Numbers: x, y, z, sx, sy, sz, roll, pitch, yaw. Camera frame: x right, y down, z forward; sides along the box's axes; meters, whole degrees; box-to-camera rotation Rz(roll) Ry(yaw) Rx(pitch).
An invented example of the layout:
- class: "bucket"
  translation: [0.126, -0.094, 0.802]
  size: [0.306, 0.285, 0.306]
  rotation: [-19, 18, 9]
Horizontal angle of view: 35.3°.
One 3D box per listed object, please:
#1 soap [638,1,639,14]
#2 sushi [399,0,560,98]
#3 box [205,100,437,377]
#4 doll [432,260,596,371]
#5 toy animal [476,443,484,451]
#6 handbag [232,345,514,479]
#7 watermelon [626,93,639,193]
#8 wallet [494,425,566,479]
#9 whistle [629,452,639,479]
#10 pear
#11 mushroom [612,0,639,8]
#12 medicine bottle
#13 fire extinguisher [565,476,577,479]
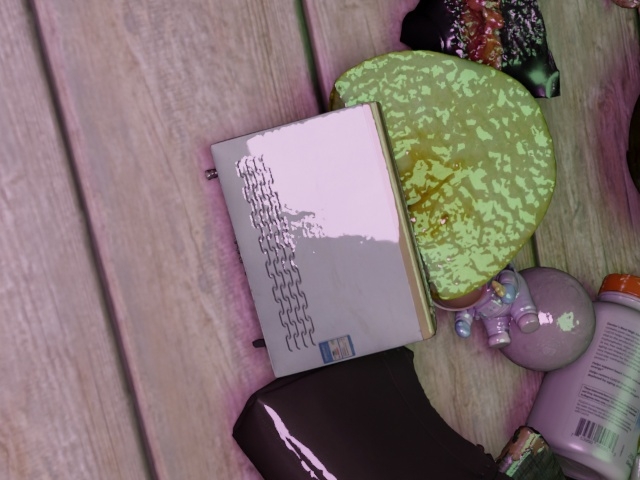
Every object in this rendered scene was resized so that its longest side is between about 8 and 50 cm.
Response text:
- class: "soap"
  translation: [0.703, -0.431, 1.544]
  size: [0.293, 0.335, 0.156]
  rotation: [-19, 103, -34]
- class: "sushi"
  translation: [0.188, -0.259, 1.257]
  size: [0.150, 0.153, 0.172]
  rotation: [-15, 108, -29]
- class: "box"
  translation: [0.000, 0.000, 1.105]
  size: [0.210, 0.045, 0.270]
  rotation: [-16, 97, 5]
- class: "doll"
  translation: [0.237, 0.070, 1.325]
  size: [0.287, 0.151, 0.151]
  rotation: [29, 74, -29]
- class: "toy animal"
  translation: [0.173, 0.348, 1.309]
  size: [0.186, 0.093, 0.214]
  rotation: [-34, 121, -24]
- class: "handbag"
  translation: [0.071, 0.250, 1.151]
  size: [0.257, 0.113, 0.285]
  rotation: [-28, 68, -41]
- class: "watermelon"
  translation: [0.642, -0.165, 1.503]
  size: [0.363, 0.363, 0.363]
  rotation: [-2, 94, -39]
- class: "wallet"
  translation: [0.198, 0.392, 1.266]
  size: [0.317, 0.044, 0.169]
  rotation: [-50, 136, -15]
- class: "whistle"
  translation: [0.506, 0.457, 1.580]
  size: [0.110, 0.092, 0.245]
  rotation: [3, 91, -28]
- class: "pear"
  translation: [0.154, -0.098, 1.205]
  size: [0.239, 0.139, 0.288]
  rotation: [-28, 93, -11]
- class: "mushroom"
  translation: [0.459, -0.433, 1.508]
  size: [0.135, 0.080, 0.171]
  rotation: [-13, 97, -27]
- class: "medicine bottle"
  translation: [0.408, 0.194, 1.447]
  size: [0.157, 0.157, 0.289]
  rotation: [38, 70, -33]
- class: "fire extinguisher"
  translation: [0.374, 0.527, 1.483]
  size: [0.138, 0.102, 0.344]
  rotation: [-2, 95, -6]
